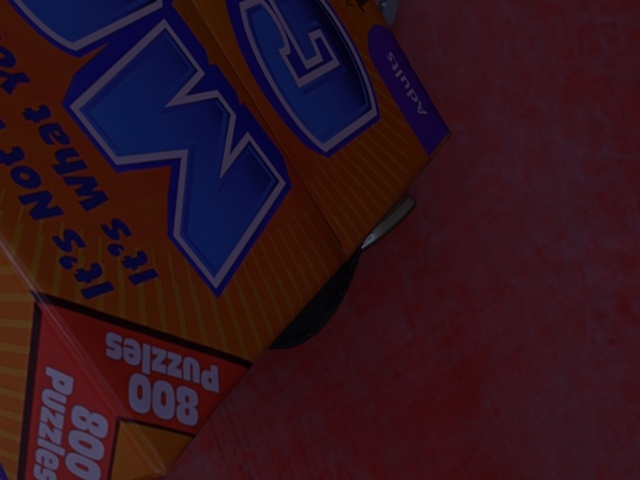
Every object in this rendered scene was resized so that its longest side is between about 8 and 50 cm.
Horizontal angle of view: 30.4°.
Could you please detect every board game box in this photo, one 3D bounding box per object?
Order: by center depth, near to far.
[{"bbox_3d":[-0.212,-0.075,0.616,0.356,0.356,0.356,-25,102,32],"label":"board game box"}]

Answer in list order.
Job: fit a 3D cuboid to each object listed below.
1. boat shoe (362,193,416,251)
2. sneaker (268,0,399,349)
[{"bbox_3d":[0.000,0.000,0.883,0.153,0.056,0.048,-32,88,7],"label":"boat shoe"},{"bbox_3d":[-0.031,-0.093,0.814,0.122,0.146,0.330,5,80,19],"label":"sneaker"}]
